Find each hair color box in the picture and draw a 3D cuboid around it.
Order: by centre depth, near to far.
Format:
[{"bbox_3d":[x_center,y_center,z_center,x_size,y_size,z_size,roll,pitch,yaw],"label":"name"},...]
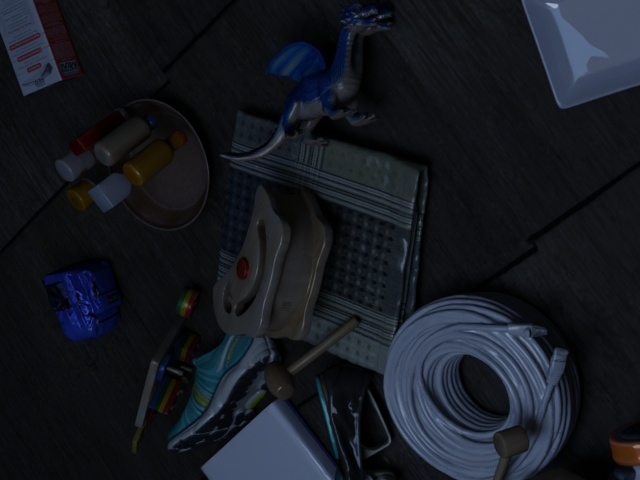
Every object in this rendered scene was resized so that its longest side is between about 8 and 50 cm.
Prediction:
[{"bbox_3d":[-0.434,-0.314,1.964,0.093,0.053,0.167,-15,96,37],"label":"hair color box"}]

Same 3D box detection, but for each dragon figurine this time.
[{"bbox_3d":[-0.012,-0.202,1.663,0.289,0.085,0.144,-25,69,38],"label":"dragon figurine"}]

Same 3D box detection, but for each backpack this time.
[{"bbox_3d":[-0.368,0.097,2.033,0.101,0.098,0.120,-10,99,34],"label":"backpack"}]

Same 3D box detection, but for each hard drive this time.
[{"bbox_3d":[-0.023,0.414,1.932,0.318,0.040,0.210,52,128,9],"label":"hard drive"}]

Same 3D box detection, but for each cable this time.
[{"bbox_3d":[0.205,0.188,1.657,0.257,0.089,0.257,17,117,31],"label":"cable"}]

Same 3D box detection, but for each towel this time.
[{"bbox_3d":[0.000,0.000,1.772,0.324,0.056,0.312,21,115,31],"label":"towel"}]

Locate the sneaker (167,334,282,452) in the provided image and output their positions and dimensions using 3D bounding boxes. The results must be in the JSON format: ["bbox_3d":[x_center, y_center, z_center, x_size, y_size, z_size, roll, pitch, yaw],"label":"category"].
[{"bbox_3d":[-0.150,0.221,1.938,0.275,0.107,0.110,-53,54,31],"label":"sneaker"}]

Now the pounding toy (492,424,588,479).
[{"bbox_3d":[0.280,0.313,1.555,0.181,0.094,0.206,-167,59,-74],"label":"pounding toy"}]

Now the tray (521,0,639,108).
[{"bbox_3d":[0.362,-0.250,1.424,0.270,0.030,0.145,-16,96,39],"label":"tray"}]

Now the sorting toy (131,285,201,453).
[{"bbox_3d":[-0.229,0.209,1.959,0.046,0.132,0.274,21,122,3],"label":"sorting toy"}]

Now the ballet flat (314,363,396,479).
[{"bbox_3d":[0.055,0.310,1.798,0.096,0.095,0.280,-7,98,-4],"label":"ballet flat"}]

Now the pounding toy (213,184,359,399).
[{"bbox_3d":[-0.042,0.064,1.743,0.154,0.155,0.269,37,116,56],"label":"pounding toy"}]

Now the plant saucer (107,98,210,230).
[{"bbox_3d":[-0.231,-0.114,1.898,0.199,0.036,0.198,12,112,32],"label":"plant saucer"}]

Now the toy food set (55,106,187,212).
[{"bbox_3d":[-0.296,-0.123,1.880,0.111,0.104,0.232,53,148,-9],"label":"toy food set"}]

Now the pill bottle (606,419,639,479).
[{"bbox_3d":[0.415,0.336,1.529,0.130,0.130,0.245,-12,99,38],"label":"pill bottle"}]
